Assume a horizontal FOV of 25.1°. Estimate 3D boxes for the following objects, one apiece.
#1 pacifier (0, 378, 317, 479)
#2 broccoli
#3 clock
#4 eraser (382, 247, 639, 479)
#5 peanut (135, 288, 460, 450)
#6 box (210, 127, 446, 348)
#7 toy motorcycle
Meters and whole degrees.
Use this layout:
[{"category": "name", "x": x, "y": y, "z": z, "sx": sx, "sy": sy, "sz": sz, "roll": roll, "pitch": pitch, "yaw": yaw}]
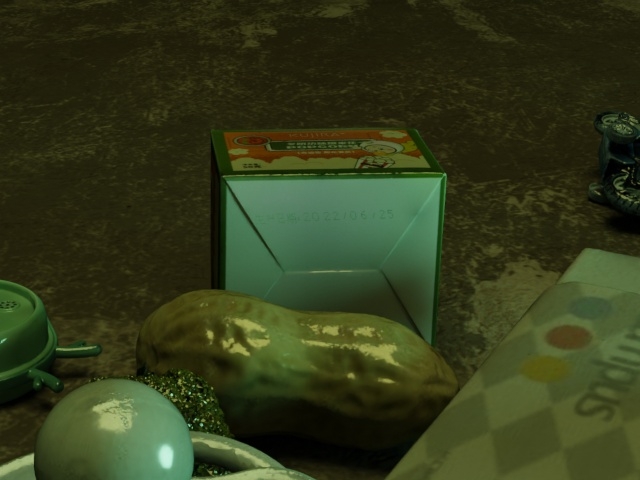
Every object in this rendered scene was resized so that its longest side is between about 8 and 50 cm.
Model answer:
[{"category": "pacifier", "x": -0.099, "y": 0.159, "z": 0.798, "sx": 0.287, "sy": 0.226, "sz": 0.238, "roll": 9, "pitch": 44, "yaw": 10}, {"category": "broccoli", "x": -0.123, "y": 0.152, "z": 0.991, "sx": 0.130, "sy": 0.131, "sz": 0.120, "roll": -16, "pitch": -14, "yaw": -10}, {"category": "clock", "x": -0.294, "y": 0.084, "z": 1.207, "sx": 0.211, "sy": 0.066, "sz": 0.159, "roll": 7, "pitch": 23, "yaw": 13}, {"category": "eraser", "x": 0.175, "y": 0.135, "z": 1.004, "sx": 0.213, "sy": 0.082, "sz": 0.397, "roll": 13, "pitch": 32, "yaw": 28}, {"category": "peanut", "x": -0.022, "y": 0.103, "z": 1.107, "sx": 0.257, "sy": 0.123, "sz": 0.123, "roll": 7, "pitch": 22, "yaw": 11}, {"category": "box", "x": 0.000, "y": 0.000, "z": 1.284, "sx": 0.195, "sy": 0.177, "sz": 0.148, "roll": -1, "pitch": 21, "yaw": -7}, {"category": "toy motorcycle", "x": 0.385, "y": -0.084, "z": 1.656, "sx": 0.135, "sy": 0.092, "sz": 0.254, "roll": 12, "pitch": 31, "yaw": 1}]
